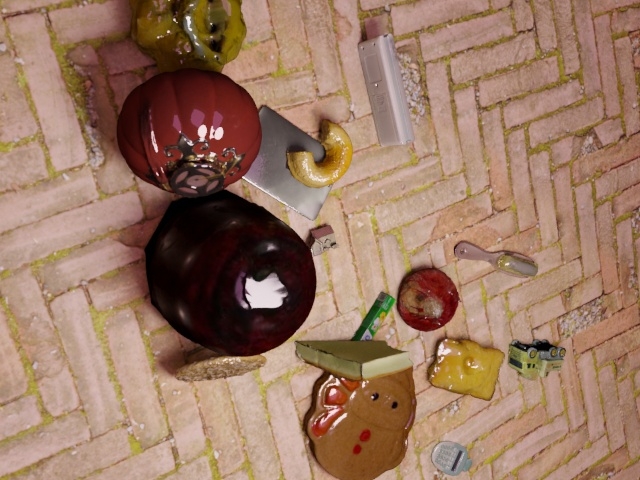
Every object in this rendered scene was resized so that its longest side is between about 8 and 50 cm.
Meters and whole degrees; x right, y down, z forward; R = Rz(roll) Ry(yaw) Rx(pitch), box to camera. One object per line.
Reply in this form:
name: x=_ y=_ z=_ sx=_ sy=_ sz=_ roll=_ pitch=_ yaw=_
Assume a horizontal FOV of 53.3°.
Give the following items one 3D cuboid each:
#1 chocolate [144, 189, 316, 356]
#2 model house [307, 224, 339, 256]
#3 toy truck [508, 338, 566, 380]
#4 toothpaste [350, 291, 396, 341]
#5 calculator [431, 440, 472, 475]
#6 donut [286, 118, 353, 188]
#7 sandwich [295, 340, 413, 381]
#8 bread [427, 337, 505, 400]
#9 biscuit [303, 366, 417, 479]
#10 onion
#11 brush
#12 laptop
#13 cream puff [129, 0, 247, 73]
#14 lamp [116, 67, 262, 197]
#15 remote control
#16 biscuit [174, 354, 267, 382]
chocolate: x=-0.177 y=0.070 z=1.399 sx=0.383 sy=0.331 sz=0.384 roll=1 pitch=89 yaw=-27
model house: x=0.000 y=0.000 z=1.643 sx=0.083 sy=0.057 sz=0.058 roll=-18 pitch=108 yaw=-22
toy truck: x=0.678 y=0.378 z=2.004 sx=0.191 sy=0.085 sz=0.116 roll=3 pitch=99 yaw=-29
toothpaste: x=0.141 y=0.224 z=1.744 sx=0.037 sy=0.043 sz=0.178 roll=38 pitch=79 yaw=-27
calculator: x=0.397 y=0.659 z=1.929 sx=0.153 sy=0.021 sz=0.095 roll=29 pitch=83 yaw=-25
donut: x=0.013 y=-0.210 z=1.601 sx=0.181 sy=0.078 sz=0.146 roll=-44 pitch=109 yaw=-16
sandwich: x=0.091 y=0.298 z=1.647 sx=0.212 sy=0.245 sz=0.063 roll=-3 pitch=100 yaw=-42
bread: x=0.421 y=0.372 z=1.877 sx=0.233 sy=0.088 sz=0.161 roll=19 pitch=82 yaw=-24
biscuit: x=0.127 y=0.473 z=1.756 sx=0.359 sy=0.074 sz=0.381 roll=33 pitch=84 yaw=-27
onion: x=0.306 y=0.170 z=1.764 sx=0.184 sy=0.147 sz=0.184 roll=-3 pitch=102 yaw=-12
brush: x=0.536 y=0.057 z=1.912 sx=0.313 sy=0.067 sz=0.072 roll=16 pitch=89 yaw=-25
laptop: x=-0.079 y=-0.191 z=1.605 sx=0.269 sy=0.015 sz=0.188 roll=31 pitch=81 yaw=-25
cream puff: x=-0.278 y=-0.483 z=1.384 sx=0.282 sy=0.185 sz=0.282 roll=-3 pitch=97 yaw=-22
lamp: x=-0.274 y=-0.225 z=1.354 sx=0.303 sy=0.303 sz=0.257 roll=3 pitch=59 yaw=-26
remote control: x=0.173 y=-0.386 z=1.661 sx=0.055 sy=0.103 sz=0.277 roll=-20 pitch=104 yaw=-26
biscuit: x=-0.232 y=0.297 z=1.489 sx=0.220 sy=0.220 sz=0.033 roll=-2 pitch=68 yaw=-26
